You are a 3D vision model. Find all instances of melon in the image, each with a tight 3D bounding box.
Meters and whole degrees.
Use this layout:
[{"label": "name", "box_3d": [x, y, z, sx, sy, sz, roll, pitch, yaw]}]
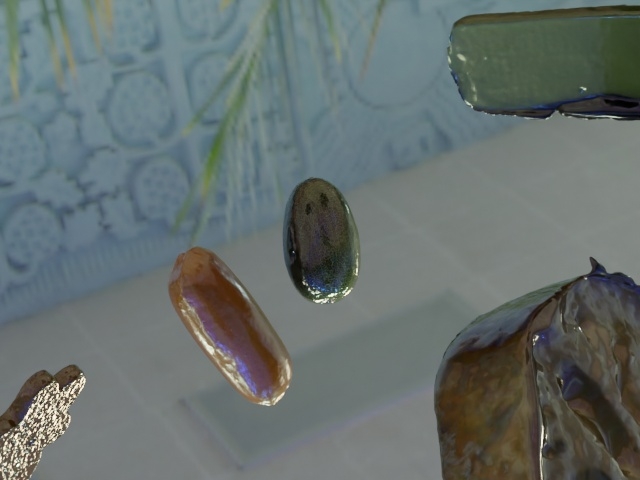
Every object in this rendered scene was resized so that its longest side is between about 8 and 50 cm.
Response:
[{"label": "melon", "box_3d": [0.000, 0.000, 1.851, 0.099, 0.162, 0.099, -7, 172, -1]}]

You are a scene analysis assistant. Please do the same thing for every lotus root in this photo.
[{"label": "lotus root", "box_3d": [0.249, 0.208, 1.087, 0.111, 0.390, 0.374, -32, -140, 40]}]

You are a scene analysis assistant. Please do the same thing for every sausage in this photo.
[{"label": "sausage", "box_3d": [-0.116, 0.110, 1.864, 0.098, 0.238, 0.098, -25, -152, 14]}]

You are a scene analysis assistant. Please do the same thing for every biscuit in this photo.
[{"label": "biscuit", "box_3d": [-0.388, 0.258, 1.872, 0.039, 0.236, 0.180, 35, -169, 16]}, {"label": "biscuit", "box_3d": [0.259, -0.144, 1.181, 0.323, 0.099, 0.038, 2, -145, 26]}]
